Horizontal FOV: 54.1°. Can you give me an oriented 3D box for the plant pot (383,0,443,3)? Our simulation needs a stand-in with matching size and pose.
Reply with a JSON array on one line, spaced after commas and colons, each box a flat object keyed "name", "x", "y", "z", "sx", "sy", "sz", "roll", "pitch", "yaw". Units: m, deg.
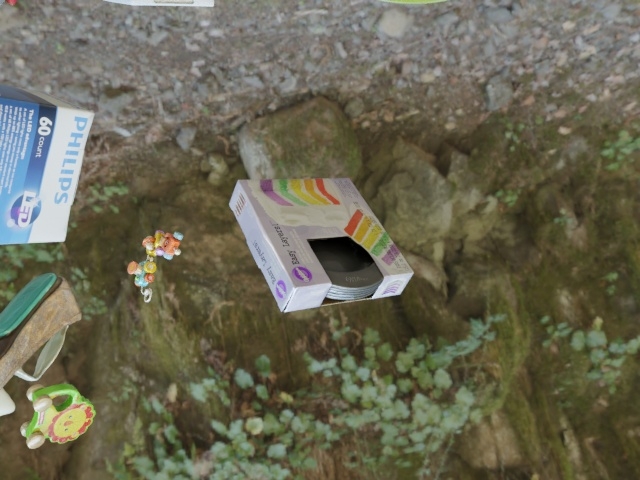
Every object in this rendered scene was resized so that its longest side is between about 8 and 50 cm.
[{"name": "plant pot", "x": 0.089, "y": -0.411, "z": 0.540, "sx": 0.366, "sy": 0.353, "sz": 0.367, "roll": 6, "pitch": 151, "yaw": 4}]

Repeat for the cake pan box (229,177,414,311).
[{"name": "cake pan box", "x": 0.000, "y": 0.000, "z": 1.087, "sx": 0.245, "sy": 0.267, "sz": 0.070, "roll": -5, "pitch": 138, "yaw": -31}]

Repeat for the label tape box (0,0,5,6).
[{"name": "label tape box", "x": -0.744, "y": -0.509, "z": 1.134, "sx": 0.105, "sy": 0.334, "sz": 0.241, "roll": -33, "pitch": 112, "yaw": 22}]

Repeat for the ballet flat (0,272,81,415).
[{"name": "ballet flat", "x": -0.444, "y": 0.176, "z": 0.875, "sx": 0.107, "sy": 0.106, "sz": 0.316, "roll": -3, "pitch": -146, "yaw": 31}]

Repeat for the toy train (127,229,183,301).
[{"name": "toy train", "x": -0.353, "y": 0.039, "z": 1.312, "sx": 0.046, "sy": 0.125, "sz": 0.166, "roll": 24, "pitch": 103, "yaw": -36}]

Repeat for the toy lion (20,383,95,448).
[{"name": "toy lion", "x": -0.359, "y": 0.241, "z": 0.871, "sx": 0.096, "sy": 0.034, "sz": 0.100, "roll": -4, "pitch": 120, "yaw": -45}]

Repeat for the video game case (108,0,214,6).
[{"name": "video game case", "x": -0.379, "y": -0.560, "z": 1.451, "sx": 0.193, "sy": 0.023, "sz": 0.212, "roll": -12, "pitch": -153, "yaw": -33}]

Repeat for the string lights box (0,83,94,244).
[{"name": "string lights box", "x": -0.319, "y": -0.066, "z": 0.501, "sx": 0.076, "sy": 0.134, "sz": 0.259, "roll": 24, "pitch": -167, "yaw": 25}]

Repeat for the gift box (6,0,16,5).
[{"name": "gift box", "x": -0.389, "y": -0.283, "z": 0.492, "sx": 0.258, "sy": 0.255, "sz": 0.276, "roll": -7, "pitch": 158, "yaw": -32}]
